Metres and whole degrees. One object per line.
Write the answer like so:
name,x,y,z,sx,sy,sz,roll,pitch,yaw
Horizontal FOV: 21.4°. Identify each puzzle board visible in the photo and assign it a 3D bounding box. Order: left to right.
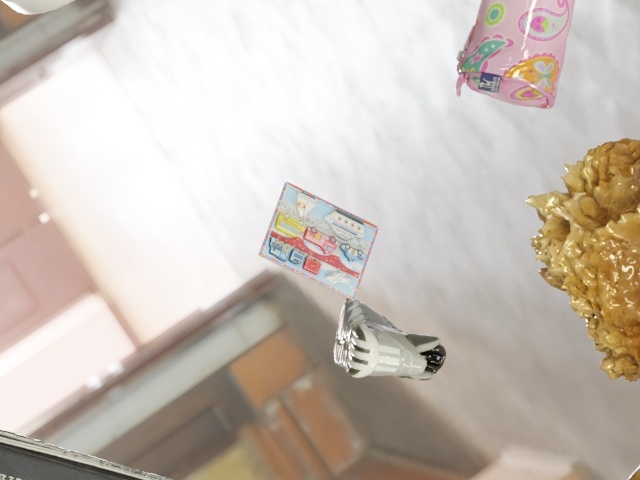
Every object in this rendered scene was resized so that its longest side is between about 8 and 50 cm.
puzzle board,0.000,0.000,1.953,0.128,0.096,0.011,26,160,-18

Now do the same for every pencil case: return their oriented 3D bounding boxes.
pencil case,0.235,-0.290,1.912,0.124,0.284,0.124,14,174,1

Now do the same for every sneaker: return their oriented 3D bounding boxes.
sneaker,0.093,0.140,2.200,0.229,0.132,0.086,-112,33,-76

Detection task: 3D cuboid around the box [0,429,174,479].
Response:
box,-0.402,0.373,1.770,0.479,0.297,0.471,-5,162,32

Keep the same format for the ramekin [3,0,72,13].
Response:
ramekin,-0.191,-0.276,1.215,0.109,0.207,0.207,41,177,-34

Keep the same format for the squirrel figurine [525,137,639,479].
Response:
squirrel figurine,0.319,0.092,1.176,0.397,0.281,0.370,63,144,24
